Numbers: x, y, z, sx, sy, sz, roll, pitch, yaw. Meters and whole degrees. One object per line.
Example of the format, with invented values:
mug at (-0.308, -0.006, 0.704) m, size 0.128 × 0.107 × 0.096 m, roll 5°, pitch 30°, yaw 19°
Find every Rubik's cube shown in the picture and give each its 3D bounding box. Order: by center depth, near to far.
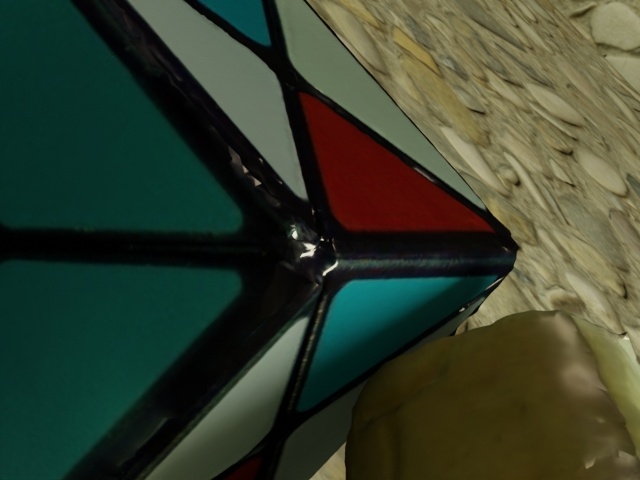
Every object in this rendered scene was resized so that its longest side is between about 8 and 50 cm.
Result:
Rubik's cube at (-0.096, 0.004, 0.952) m, size 0.248 × 0.246 × 0.250 m, roll 49°, pitch 20°, yaw 18°

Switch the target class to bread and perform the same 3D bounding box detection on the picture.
bread at (0.122, 0.249, 0.919) m, size 0.300 × 0.210 × 0.341 m, roll 51°, pitch 17°, yaw -47°
